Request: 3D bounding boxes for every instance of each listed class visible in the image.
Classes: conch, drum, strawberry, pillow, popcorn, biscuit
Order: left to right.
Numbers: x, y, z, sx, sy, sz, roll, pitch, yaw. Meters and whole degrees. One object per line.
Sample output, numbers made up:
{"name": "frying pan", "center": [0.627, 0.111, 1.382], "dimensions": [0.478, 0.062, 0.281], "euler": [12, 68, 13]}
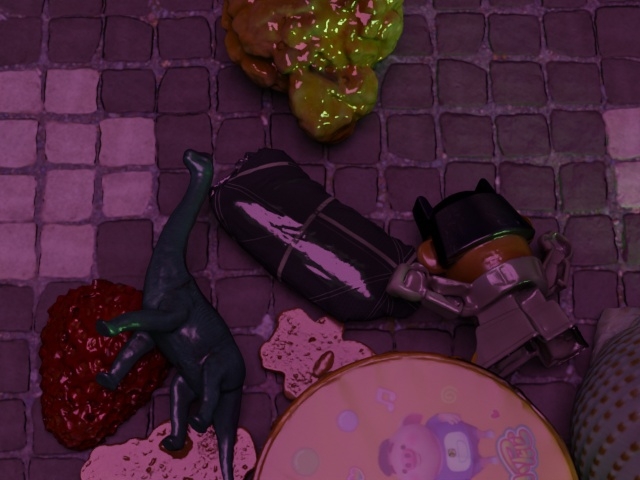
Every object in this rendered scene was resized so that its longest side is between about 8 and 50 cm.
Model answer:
{"name": "strawberry", "center": [-0.301, 0.163, 1.822], "dimensions": [0.190, 0.111, 0.236], "euler": [18, 72, 2]}
{"name": "biscuit", "center": [-0.200, 0.312, 1.813], "dimensions": [0.236, 0.040, 0.144], "euler": [-17, 80, -10]}
{"name": "popcorn", "center": [-0.010, -0.304, 1.939], "dimensions": [0.265, 0.225, 0.332], "euler": [3, 83, -6]}
{"name": "pillow", "center": [0.000, 0.000, 1.894], "dimensions": [0.335, 0.092, 0.161], "euler": [37, 69, 10]}
{"name": "biscuit", "center": [0.006, 0.168, 1.871], "dimensions": [0.184, 0.027, 0.133], "euler": [18, 73, 3]}
{"name": "drum", "center": [0.110, 0.354, 1.702], "dimensions": [0.431, 0.214, 0.431], "euler": [1, 74, -2]}
{"name": "conch", "center": [0.474, 0.218, 1.776], "dimensions": [0.303, 0.215, 0.319], "euler": [-3, 72, -14]}

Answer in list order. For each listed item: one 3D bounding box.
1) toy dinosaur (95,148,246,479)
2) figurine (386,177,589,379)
{"name": "toy dinosaur", "center": [-0.136, 0.107, 1.819], "dimensions": [0.383, 0.129, 0.331], "euler": [52, 51, -17]}
{"name": "figurine", "center": [0.236, 0.044, 1.846], "dimensions": [0.309, 0.143, 0.308], "euler": [26, 42, -25]}
